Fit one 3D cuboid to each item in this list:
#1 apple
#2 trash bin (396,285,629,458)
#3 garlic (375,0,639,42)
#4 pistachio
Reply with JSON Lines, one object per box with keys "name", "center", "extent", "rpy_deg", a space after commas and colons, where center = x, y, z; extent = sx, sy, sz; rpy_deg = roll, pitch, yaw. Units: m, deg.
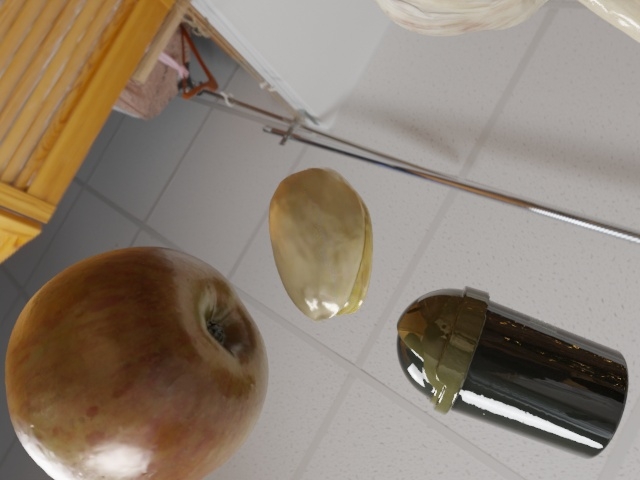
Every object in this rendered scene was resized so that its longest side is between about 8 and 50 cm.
{"name": "apple", "center": [-0.263, 0.194, 0.788], "extent": [0.334, 0.400, 0.400], "rpy_deg": [-23, -125, -5]}
{"name": "trash bin", "center": [0.281, 0.200, 0.802], "extent": [0.334, 0.214, 0.214], "rpy_deg": [20, -100, 11]}
{"name": "garlic", "center": [0.150, -0.180, 0.316], "extent": [0.199, 0.199, 0.226], "rpy_deg": [-40, -96, 12]}
{"name": "pistachio", "center": [0.000, 0.000, 0.633], "extent": [0.145, 0.117, 0.200], "rpy_deg": [-26, -114, 45]}
